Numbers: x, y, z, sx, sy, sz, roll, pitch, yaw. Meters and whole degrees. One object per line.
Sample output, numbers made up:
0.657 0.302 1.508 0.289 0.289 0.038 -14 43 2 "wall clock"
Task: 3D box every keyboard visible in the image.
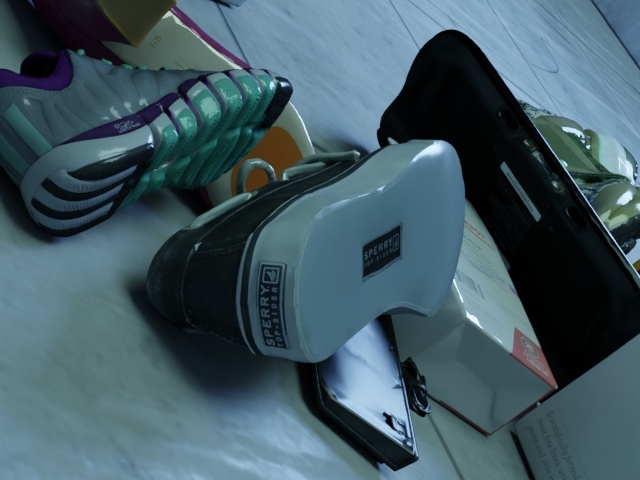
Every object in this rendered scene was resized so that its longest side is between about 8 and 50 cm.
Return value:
0.027 0.075 1.088 0.108 0.023 0.180 36 22 -23 "keyboard"

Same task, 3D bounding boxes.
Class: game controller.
0.150 -0.011 1.364 0.067 0.166 0.319 -14 61 -35 "game controller"

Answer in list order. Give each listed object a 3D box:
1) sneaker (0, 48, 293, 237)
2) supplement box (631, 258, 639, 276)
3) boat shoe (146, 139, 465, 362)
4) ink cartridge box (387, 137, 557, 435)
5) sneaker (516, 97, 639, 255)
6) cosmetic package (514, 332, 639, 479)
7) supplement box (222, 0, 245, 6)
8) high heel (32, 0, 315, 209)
-0.099 -0.077 0.940 0.098 0.083 0.224 45 29 11 "sneaker"
0.325 0.117 1.607 0.081 0.104 0.188 30 28 -50 "supplement box"
0.000 0.004 1.020 0.306 0.105 0.113 -33 125 -62 "boat shoe"
0.083 0.029 1.246 0.115 0.067 0.198 37 23 -39 "ink cartridge box"
0.184 -0.047 1.568 0.182 0.158 0.410 38 11 -5 "sneaker"
0.265 0.180 1.248 0.184 0.151 0.151 39 20 -36 "cosmetic package"
-0.099 -0.268 1.317 0.111 0.114 0.220 56 19 17 "supplement box"
-0.091 -0.087 1.078 0.244 0.082 0.117 46 -13 -33 "high heel"
